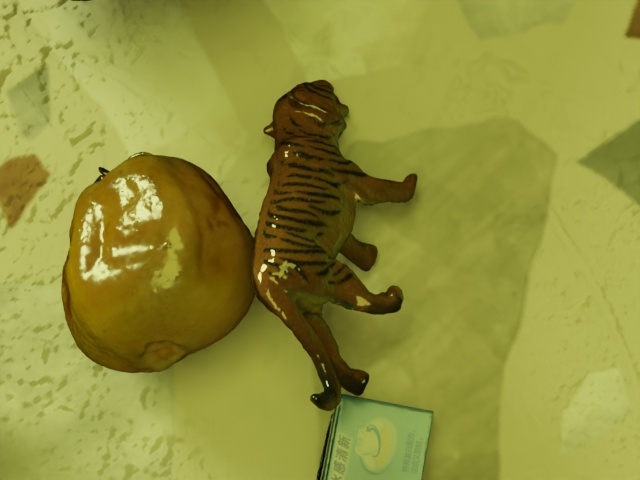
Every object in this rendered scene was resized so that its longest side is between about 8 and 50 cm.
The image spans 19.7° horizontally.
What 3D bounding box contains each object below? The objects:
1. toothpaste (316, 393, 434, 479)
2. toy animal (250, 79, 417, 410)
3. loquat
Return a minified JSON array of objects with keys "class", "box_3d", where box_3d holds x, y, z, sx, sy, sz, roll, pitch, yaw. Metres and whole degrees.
[{"class":"toothpaste","box_3d":[0.015,0.232,1.115,0.066,0.053,0.272,10,81,3]},{"class":"toy animal","box_3d":[0.000,0.000,1.121,0.099,0.057,0.241,27,46,-17]},{"class":"loquat","box_3d":[-0.104,0.012,1.129,0.137,0.113,0.137,-6,82,48]}]
